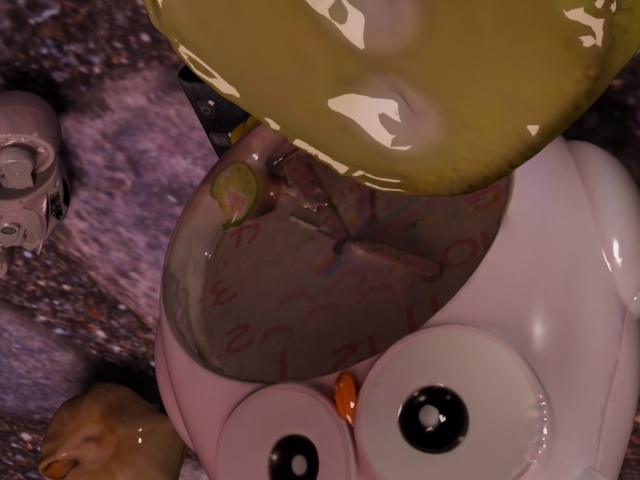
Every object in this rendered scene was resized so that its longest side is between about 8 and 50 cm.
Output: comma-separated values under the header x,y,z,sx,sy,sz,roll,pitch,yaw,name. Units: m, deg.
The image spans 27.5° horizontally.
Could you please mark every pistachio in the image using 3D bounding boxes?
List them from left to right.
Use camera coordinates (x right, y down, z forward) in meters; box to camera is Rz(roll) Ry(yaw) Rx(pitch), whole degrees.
x,y,z,sx,sy,sz,roll,pitch,yaw,name
-0.216,0.238,1.384,0.157,0.157,0.229,18,152,4,pistachio

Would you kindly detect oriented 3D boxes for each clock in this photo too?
x,y,z,sx,sy,sz,roll,pitch,yaw,name
0.064,0.089,0.894,0.368,0.377,0.250,-22,133,17,clock

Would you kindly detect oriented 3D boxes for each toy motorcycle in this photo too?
x,y,z,sx,sy,sz,roll,pitch,yaw,name
-0.271,-0.039,1.142,0.112,0.112,0.254,28,140,-8,toy motorcycle

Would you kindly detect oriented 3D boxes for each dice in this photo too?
x,y,z,sx,sy,sz,roll,pitch,yaw,name
0.057,-0.186,0.725,0.238,0.227,0.233,34,138,-13,dice

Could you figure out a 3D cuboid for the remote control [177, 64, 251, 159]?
x,y,z,sx,sy,sz,roll,pitch,yaw,name
0.000,0.000,1.097,0.107,0.044,0.378,-6,133,22,remote control
